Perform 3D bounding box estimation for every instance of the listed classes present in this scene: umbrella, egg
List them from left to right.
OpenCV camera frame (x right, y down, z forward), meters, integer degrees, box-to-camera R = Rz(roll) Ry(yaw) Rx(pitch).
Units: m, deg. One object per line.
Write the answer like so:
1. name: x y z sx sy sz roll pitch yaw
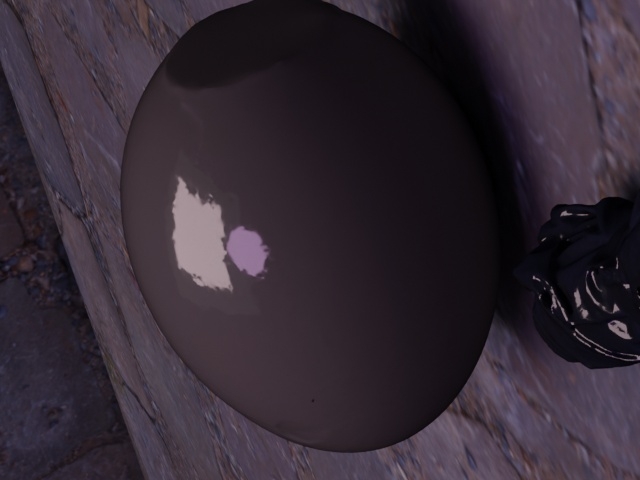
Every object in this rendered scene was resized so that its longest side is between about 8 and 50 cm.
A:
1. egg: 0.000 0.000 0.910 0.176 0.176 0.232 47 166 54
2. umbrella: 0.126 0.008 0.672 0.071 0.071 0.248 66 168 1
